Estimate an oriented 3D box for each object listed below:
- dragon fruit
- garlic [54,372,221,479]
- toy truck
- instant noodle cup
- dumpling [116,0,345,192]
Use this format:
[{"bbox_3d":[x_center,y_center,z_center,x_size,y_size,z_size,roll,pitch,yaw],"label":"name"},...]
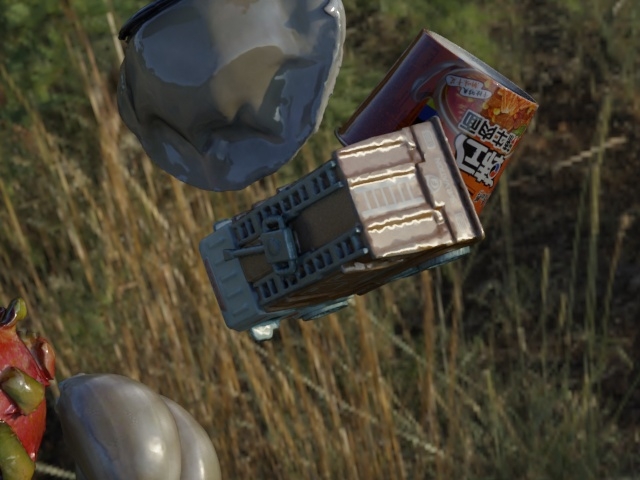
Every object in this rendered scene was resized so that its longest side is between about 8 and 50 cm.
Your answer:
[{"bbox_3d":[-0.258,0.135,0.893,0.150,0.207,0.133,22,36,19],"label":"dragon fruit"},{"bbox_3d":[-0.272,0.351,1.721,0.246,0.340,0.231,-3,-9,10],"label":"garlic"},{"bbox_3d":[0.000,0.000,1.204,0.162,0.136,0.305,-15,-9,-38],"label":"toy truck"},{"bbox_3d":[0.171,-0.166,1.741,0.250,0.192,0.250,31,15,-9],"label":"instant noodle cup"},{"bbox_3d":[-0.109,-0.182,1.315,0.293,0.163,0.204,-19,56,25],"label":"dumpling"}]
